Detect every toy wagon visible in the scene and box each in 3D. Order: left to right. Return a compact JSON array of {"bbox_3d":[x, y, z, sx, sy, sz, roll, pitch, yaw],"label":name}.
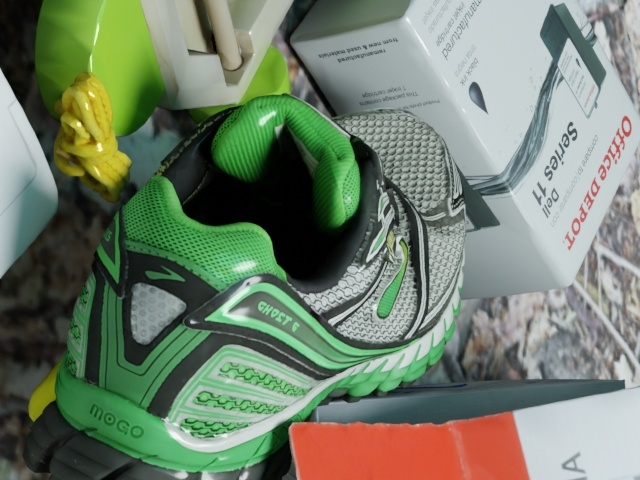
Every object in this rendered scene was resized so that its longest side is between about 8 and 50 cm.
[{"bbox_3d":[-0.057,-0.169,0.784,0.267,0.068,0.344,78,31,-51],"label":"toy wagon"}]

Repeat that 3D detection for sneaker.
[{"bbox_3d":[0.000,0.000,0.775,0.146,0.134,0.343,-68,170,25],"label":"sneaker"}]

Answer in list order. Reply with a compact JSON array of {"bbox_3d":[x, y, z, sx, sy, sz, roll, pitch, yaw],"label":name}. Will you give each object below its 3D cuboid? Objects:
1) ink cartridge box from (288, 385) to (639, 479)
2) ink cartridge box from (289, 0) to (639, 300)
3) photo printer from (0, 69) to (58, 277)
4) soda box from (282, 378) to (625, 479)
[{"bbox_3d":[0.157,0.216,0.775,0.385,0.091,0.308,9,64,-55],"label":"ink cartridge box"},{"bbox_3d":[0.095,-0.089,1.006,0.208,0.087,0.153,55,48,-30],"label":"ink cartridge box"},{"bbox_3d":[-0.241,-0.019,0.561,0.256,0.107,0.307,63,36,-25],"label":"photo printer"},{"bbox_3d":[0.058,0.127,0.925,0.286,0.091,0.098,1,85,-49],"label":"soda box"}]
